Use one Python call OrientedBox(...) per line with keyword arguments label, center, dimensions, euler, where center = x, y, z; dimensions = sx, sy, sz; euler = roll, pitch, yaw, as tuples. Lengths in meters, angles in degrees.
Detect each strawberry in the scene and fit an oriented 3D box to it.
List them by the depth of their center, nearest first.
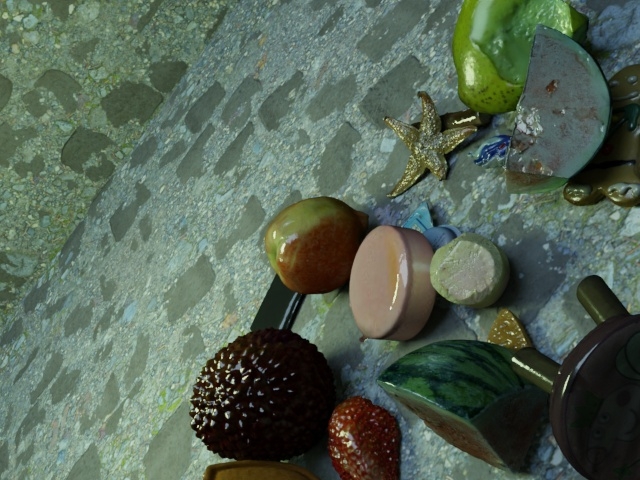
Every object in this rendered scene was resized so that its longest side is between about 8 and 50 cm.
OrientedBox(label="strawberry", center=(0.072, 0.403, 1.639), dimensions=(0.236, 0.107, 0.175), euler=(27, 87, 56))

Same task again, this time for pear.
OrientedBox(label="pear", center=(0.377, -0.403, 1.712), dimensions=(0.282, 0.286, 0.176), euler=(-49, -10, 14))

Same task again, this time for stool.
OrientedBox(label="stool", center=(0.434, 0.202, 1.206), dimensions=(0.272, 0.272, 0.178), euler=(-54, 21, 8))

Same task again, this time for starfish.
OrientedBox(label="starfish", center=(0.231, -0.225, 1.936), dimensions=(0.295, 0.048, 0.231), euler=(-44, 63, 40))

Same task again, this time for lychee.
OrientedBox(label="lychee", center=(-0.122, 0.336, 1.790), dimensions=(0.306, 0.330, 0.306), euler=(6, 99, 47))

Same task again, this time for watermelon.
OrientedBox(label="watermelon", center=(0.238, 0.283, 1.407), dimensions=(0.213, 0.261, 0.201), euler=(14, 106, 51))
OrientedBox(label="watermelon", center=(0.427, -0.240, 1.542), dimensions=(0.224, 0.180, 0.305), euler=(-8, 64, 54))

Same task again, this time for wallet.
OrientedBox(label="wallet", center=(-0.086, 0.125, 2.136), dimensions=(0.146, 0.030, 0.285), euler=(13, 74, 52))

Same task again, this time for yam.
OrientedBox(label="yam", center=(0.293, -0.271, 1.929), dimensions=(0.241, 0.057, 0.057), euler=(-8, 58, 51))

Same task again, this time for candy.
OrientedBox(label="candy", center=(0.147, 0.096, 1.740), dimensions=(0.255, 0.094, 0.255), euler=(-27, 59, 59))

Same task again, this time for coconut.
OrientedBox(label="coconut", center=(0.290, 0.060, 1.595), dimensions=(0.147, 0.152, 0.147), euler=(-2, 85, 20))

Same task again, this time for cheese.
OrientedBox(label="cheese", center=(0.238, 0.012, 1.781), dimensions=(0.135, 0.052, 0.245), euler=(-49, 34, 10))

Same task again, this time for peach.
OrientedBox(label="peach", center=(0.000, 0.000, 1.967), dimensions=(0.256, 0.232, 0.232), euler=(-23, 30, -16))

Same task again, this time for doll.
OrientedBox(label="doll", center=(0.390, -0.186, 1.726), dimensions=(0.195, 0.070, 0.096), euler=(-2, 40, 44))

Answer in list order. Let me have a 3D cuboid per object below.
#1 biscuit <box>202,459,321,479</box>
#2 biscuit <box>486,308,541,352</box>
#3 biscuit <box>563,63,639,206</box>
OrientedBox(label="biscuit", center=(-0.079, 0.561, 1.529), dimensions=(0.455, 0.350, 0.078), euler=(36, 123, 42))
OrientedBox(label="biscuit", center=(0.337, 0.239, 1.485), dimensions=(0.162, 0.035, 0.250), euler=(-20, 54, 39))
OrientedBox(label="biscuit", center=(0.550, -0.200, 1.546), dimensions=(0.197, 0.049, 0.301), euler=(1, 64, 51))
